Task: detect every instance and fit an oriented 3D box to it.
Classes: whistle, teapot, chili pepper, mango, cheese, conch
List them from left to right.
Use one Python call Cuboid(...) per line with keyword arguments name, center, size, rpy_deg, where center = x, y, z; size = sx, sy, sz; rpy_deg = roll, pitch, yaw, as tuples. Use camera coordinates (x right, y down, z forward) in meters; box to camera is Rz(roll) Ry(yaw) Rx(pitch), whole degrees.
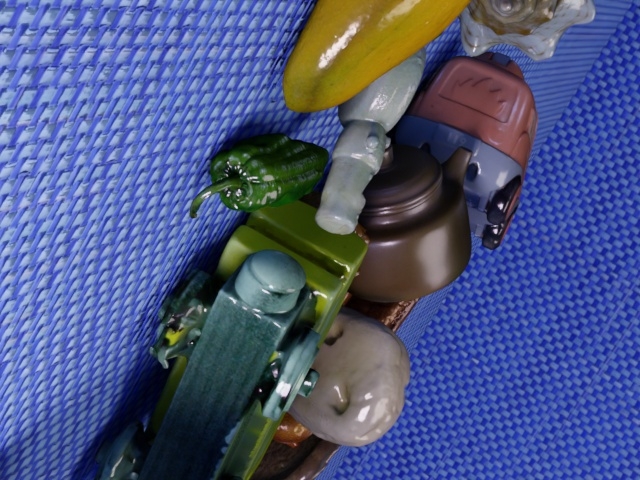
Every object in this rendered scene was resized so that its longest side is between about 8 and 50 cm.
Cuboid(name="chili pepper", center=(-0.047, -0.067, 1.706), size=(0.257, 0.100, 0.074), rpy_deg=(-9, 93, -72))
Cuboid(name="cheese", center=(-0.001, 0.149, 2.095), size=(0.093, 0.263, 0.159), rpy_deg=(29, 87, -46))
Cuboid(name="whistle", center=(0.048, -0.127, 1.833), size=(0.126, 0.067, 0.258), rpy_deg=(-34, -144, 63))
Cuboid(name="teapot", center=(0.076, -0.038, 2.127), size=(0.268, 0.185, 0.175), rpy_deg=(-24, 123, -16))
Cuboid(name="mango", center=(0.075, -0.245, 1.639), size=(0.317, 0.119, 0.176), rpy_deg=(-47, 172, -1))
Cuboid(name="conch", center=(0.252, -0.303, 2.104), size=(0.203, 0.169, 0.386), rpy_deg=(-32, 174, 18))

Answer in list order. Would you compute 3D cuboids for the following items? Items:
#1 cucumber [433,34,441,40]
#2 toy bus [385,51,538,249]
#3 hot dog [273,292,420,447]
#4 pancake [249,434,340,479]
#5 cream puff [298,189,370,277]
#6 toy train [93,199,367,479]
Cuboid(name="cucumber", center=(0.141, -0.277, 2.013), size=(0.039, 0.039, 0.168), rpy_deg=(-50, 170, -29))
Cuboid(name="toy bus", center=(0.198, -0.136, 2.333), size=(0.287, 0.194, 0.232), rpy_deg=(71, 42, -76))
Cuboid(name="hot dog", center=(0.009, 0.111, 2.293), size=(0.349, 0.158, 0.117), rpy_deg=(-54, -163, -15))
Cuboid(name="pancake", center=(-0.055, 0.259, 2.362), size=(0.286, 0.033, 0.288), rpy_deg=(-15, -145, 43))
Cuboid(name="cream puff", center=(0.000, 0.000, 2.016), size=(0.094, 0.116, 0.122), rpy_deg=(-52, 144, 3))
Cuboid(name="toy train", center=(-0.098, 0.152, 1.904), size=(0.442, 0.179, 0.272), rpy_deg=(-64, 175, 35))
